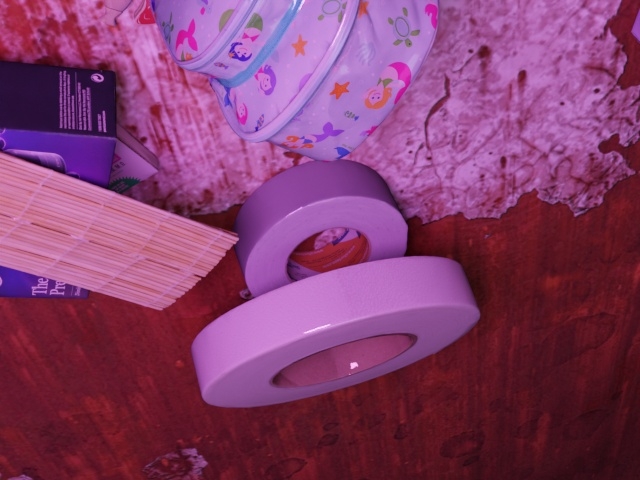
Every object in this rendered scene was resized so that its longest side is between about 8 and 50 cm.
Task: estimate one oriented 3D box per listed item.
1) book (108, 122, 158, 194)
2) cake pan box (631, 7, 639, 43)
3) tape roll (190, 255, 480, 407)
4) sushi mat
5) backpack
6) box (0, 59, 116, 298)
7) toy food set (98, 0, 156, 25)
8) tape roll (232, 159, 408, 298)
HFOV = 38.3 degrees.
[{"bbox_3d":[-0.259,-0.097,1.001,0.096,0.035,0.144,-30,140,16],"label":"book"},{"bbox_3d":[0.514,-0.336,1.066,0.267,0.070,0.245,-10,136,-14],"label":"cake pan box"},{"bbox_3d":[0.022,0.132,1.245,0.392,0.072,0.392,-15,159,-6],"label":"tape roll"},{"bbox_3d":[-0.244,-0.006,0.917,0.317,0.019,0.151,21,130,-41],"label":"sushi mat"},{"bbox_3d":[-0.023,-0.203,0.806,0.191,0.253,0.225,11,131,-42],"label":"backpack"},{"bbox_3d":[-0.314,-0.053,0.934,0.184,0.103,0.261,4,140,-17],"label":"box"},{"bbox_3d":[-0.161,-0.251,0.883,0.078,0.019,0.122,4,133,-28],"label":"toy food set"},{"bbox_3d":[0.000,0.000,1.191,0.219,0.072,0.219,-12,138,-11],"label":"tape roll"}]
